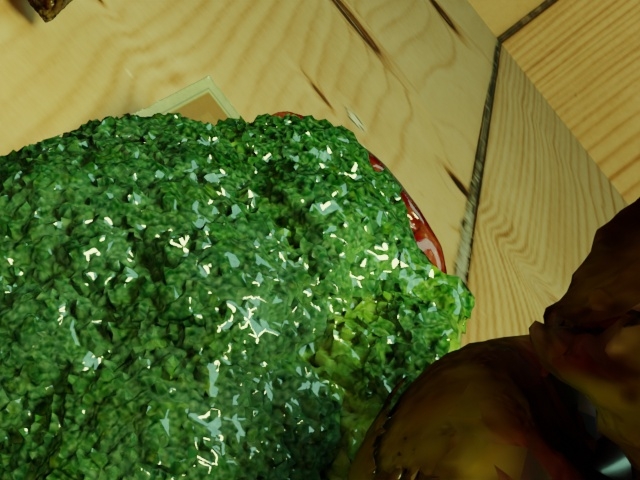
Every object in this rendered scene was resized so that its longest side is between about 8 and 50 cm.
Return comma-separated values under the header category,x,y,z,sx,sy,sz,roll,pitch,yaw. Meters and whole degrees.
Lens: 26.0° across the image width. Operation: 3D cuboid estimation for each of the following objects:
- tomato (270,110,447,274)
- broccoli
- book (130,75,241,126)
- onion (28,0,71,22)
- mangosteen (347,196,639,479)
category,x,y,z,sx,sy,sz,roll,pitch,yaw
tomato,0.003,-0.005,1.029,0.166,0.082,0.174,1,59,-43
broccoli,-0.063,0.069,0.574,0.294,0.265,0.245,-86,166,-46
book,-0.052,0.019,0.886,0.241,0.018,0.170,54,43,0
onion,-0.183,-0.250,0.957,0.173,0.135,0.198,19,40,-53
mangosteen,0.130,0.215,0.406,0.381,0.381,0.421,26,52,-52
